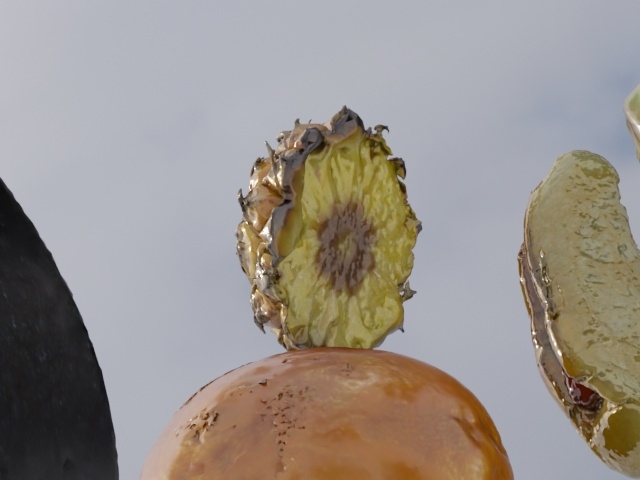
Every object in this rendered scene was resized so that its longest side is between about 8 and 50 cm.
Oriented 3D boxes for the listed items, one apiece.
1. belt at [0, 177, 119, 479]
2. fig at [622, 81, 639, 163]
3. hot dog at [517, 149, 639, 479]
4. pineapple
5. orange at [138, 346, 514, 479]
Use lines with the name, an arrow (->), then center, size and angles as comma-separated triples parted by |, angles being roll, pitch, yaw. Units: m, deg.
belt -> -0.134, 0.028, 0.377 | 0.198, 0.151, 0.078 | 43, -164, 9
fig -> 0.270, -0.074, 0.913 | 0.207, 0.230, 0.207 | 31, -133, -39
hot dog -> 0.172, 0.045, 1.263 | 0.073, 0.084, 0.242 | -4, -130, -7
pineapple -> 0.000, 0.000, 1.531 | 0.076, 0.225, 0.225 | 4, -145, 35
orange -> 0.005, 0.181, 1.184 | 0.240, 0.240, 0.240 | 5, -137, -4
